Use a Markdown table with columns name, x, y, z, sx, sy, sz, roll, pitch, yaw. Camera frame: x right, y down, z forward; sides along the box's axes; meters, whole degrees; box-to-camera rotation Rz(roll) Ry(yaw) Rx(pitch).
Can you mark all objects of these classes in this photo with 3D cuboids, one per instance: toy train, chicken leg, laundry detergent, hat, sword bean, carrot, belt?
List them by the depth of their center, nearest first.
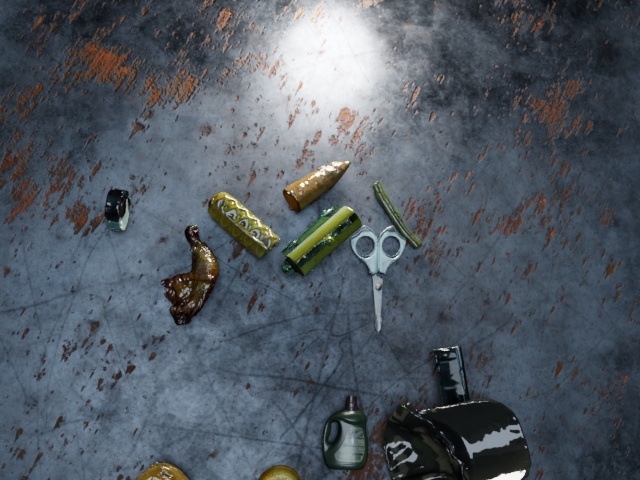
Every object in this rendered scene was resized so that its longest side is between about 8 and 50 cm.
| name | x | y | z | sx | sy | sz | roll | pitch | yaw |
| --- | --- | --- | --- | --- | --- | --- | --- | --- | --- |
| hat | 0.411 | 0.647 | 1.816 | 0.381 | 0.257 | 0.367 | -8 | 67 | -12 |
| laundry detergent | 0.078 | 0.598 | 1.880 | 0.144 | 0.078 | 0.222 | 1 | 79 | -1 |
| toy train | 0.439 | 0.545 | 1.919 | 0.086 | 0.089 | 0.410 | -11 | 80 | 19 |
| toy train | -0.005 | -0.006 | 1.933 | 0.307 | 0.189 | 0.126 | -41 | 87 | -10 |
| chicken leg | -0.413 | 0.114 | 1.933 | 0.177 | 0.083 | 0.323 | 19 | 80 | 14 |
| belt | -0.655 | -0.099 | 1.933 | 0.058 | 0.105 | 0.140 | 4 | 84 | 0 |
| carrot | -0.002 | -0.198 | 2.023 | 0.263 | 0.102 | 0.102 | -35 | 84 | -14 |
| sword bean | 0.260 | -0.083 | 2.054 | 0.043 | 0.038 | 0.269 | -36 | 84 | 14 |

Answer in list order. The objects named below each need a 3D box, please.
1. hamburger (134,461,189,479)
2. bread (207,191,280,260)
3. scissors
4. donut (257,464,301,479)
| name | x | y | z | sx | sy | sz | roll | pitch | yaw |
| --- | --- | --- | --- | --- | --- | --- | --- | --- | --- |
| hamburger | -0.479 | 0.776 | 1.781 | 0.213 | 0.108 | 0.214 | 2 | 75 | -8 |
| bread | -0.258 | -0.054 | 1.972 | 0.269 | 0.098 | 0.087 | 41 | 39 | 3 |
| scissors | 0.193 | 0.126 | 2.008 | 0.191 | 0.029 | 0.361 | 2 | 78 | -6 |
| donut | -0.129 | 0.768 | 1.838 | 0.151 | 0.058 | 0.152 | 1 | 80 | -4 |
